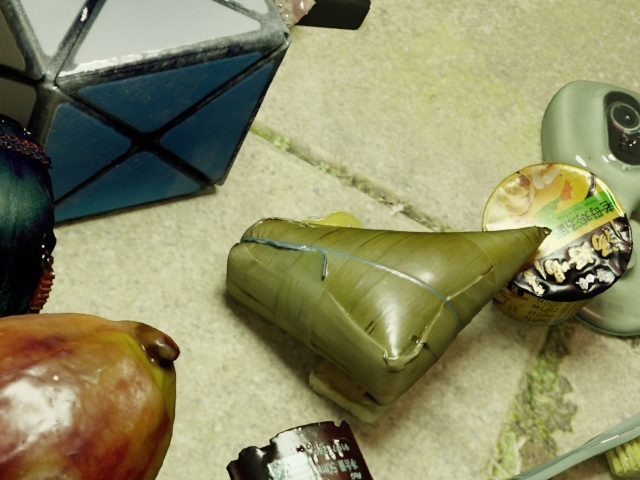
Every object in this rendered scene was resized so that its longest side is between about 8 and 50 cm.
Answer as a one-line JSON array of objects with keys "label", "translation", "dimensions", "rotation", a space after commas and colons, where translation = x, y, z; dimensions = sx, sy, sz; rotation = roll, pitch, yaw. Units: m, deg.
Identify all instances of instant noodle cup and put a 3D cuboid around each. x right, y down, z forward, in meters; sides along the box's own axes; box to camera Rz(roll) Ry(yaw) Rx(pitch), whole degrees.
[{"label": "instant noodle cup", "translation": [0.226, 0.014, 1.844], "dimensions": [0.151, 0.122, 0.151], "rotation": [2, 64, -5]}]

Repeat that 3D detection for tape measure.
[{"label": "tape measure", "translation": [-0.317, -0.010, 1.583], "dimensions": [0.135, 0.223, 0.202], "rotation": [4, 50, -42]}]

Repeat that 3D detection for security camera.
[{"label": "security camera", "translation": [0.313, -0.039, 1.971], "dimensions": [0.157, 0.080, 0.301], "rotation": [13, 55, -15]}]

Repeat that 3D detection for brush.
[{"label": "brush", "translation": [0.283, 0.214, 1.792], "dimensions": [0.297, 0.068, 0.060], "rotation": [-20, 88, -29]}]

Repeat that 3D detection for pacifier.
[{"label": "pacifier", "translation": [0.000, 0.000, 1.825], "dimensions": [0.083, 0.068, 0.064], "rotation": [-14, 27, -10]}]

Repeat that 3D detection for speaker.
[{"label": "speaker", "translation": [-0.007, -0.336, 2.059], "dimensions": [0.082, 0.044, 0.218], "rotation": [2, 56, -22]}]

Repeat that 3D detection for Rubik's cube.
[{"label": "Rubik's cube", "translation": [-0.215, -0.192, 1.728], "dimensions": [0.260, 0.259, 0.254], "rotation": [-13, 62, -32]}]

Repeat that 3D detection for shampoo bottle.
[{"label": "shampoo bottle", "translation": [0.032, 0.317, 1.586], "dimensions": [0.129, 0.084, 0.323], "rotation": [-12, 63, -28]}]

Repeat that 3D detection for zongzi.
[{"label": "zongzi", "translation": [0.061, 0.012, 1.749], "dimensions": [0.228, 0.115, 0.256], "rotation": [34, 63, 27]}]

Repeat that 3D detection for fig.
[{"label": "fig", "translation": [-0.234, 0.165, 1.500], "dimensions": [0.263, 0.224, 0.224], "rotation": [-19, 66, -45]}]

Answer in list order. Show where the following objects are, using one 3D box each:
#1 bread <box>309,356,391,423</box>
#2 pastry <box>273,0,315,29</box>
[{"label": "bread", "translation": [0.035, 0.132, 1.750], "dimensions": [0.083, 0.035, 0.070], "rotation": [29, 48, 7]}, {"label": "pastry", "translation": [-0.084, -0.347, 1.995], "dimensions": [0.112, 0.103, 0.265], "rotation": [7, 51, -28]}]
